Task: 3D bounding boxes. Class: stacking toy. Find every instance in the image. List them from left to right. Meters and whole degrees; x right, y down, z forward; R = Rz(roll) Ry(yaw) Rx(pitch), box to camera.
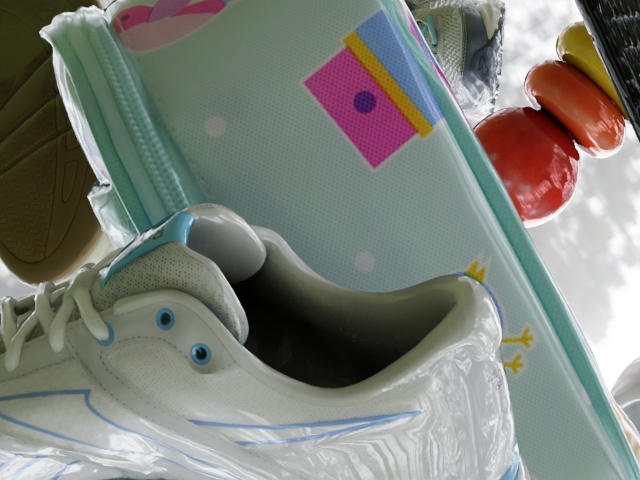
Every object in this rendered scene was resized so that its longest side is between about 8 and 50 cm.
[{"bbox_3d":[0.230,-0.142,1.333,0.330,0.141,0.141,-46,-127,-2],"label":"stacking toy"}]

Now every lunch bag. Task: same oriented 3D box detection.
[{"bbox_3d":[0.000,0.000,0.590,0.108,0.279,0.224,-30,-83,-1],"label":"lunch bag"}]

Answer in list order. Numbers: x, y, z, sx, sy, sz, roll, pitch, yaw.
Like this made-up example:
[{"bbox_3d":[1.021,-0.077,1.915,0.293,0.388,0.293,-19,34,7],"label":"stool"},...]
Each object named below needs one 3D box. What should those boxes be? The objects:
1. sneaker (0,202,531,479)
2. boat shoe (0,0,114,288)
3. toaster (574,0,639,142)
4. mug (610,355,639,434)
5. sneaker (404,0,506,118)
[{"bbox_3d":[-0.046,0.025,0.414,0.190,0.083,0.071,2,-142,7],"label":"sneaker"},{"bbox_3d":[-0.120,-0.087,0.919,0.104,0.089,0.285,-32,-132,24],"label":"boat shoe"},{"bbox_3d":[0.215,-0.119,0.862,0.110,0.186,0.168,-42,-155,-30],"label":"toaster"},{"bbox_3d":[0.367,0.212,1.338,0.276,0.374,0.328,-51,-171,-18],"label":"mug"},{"bbox_3d":[0.082,-0.178,1.653,0.283,0.122,0.110,-134,-132,-70],"label":"sneaker"}]
